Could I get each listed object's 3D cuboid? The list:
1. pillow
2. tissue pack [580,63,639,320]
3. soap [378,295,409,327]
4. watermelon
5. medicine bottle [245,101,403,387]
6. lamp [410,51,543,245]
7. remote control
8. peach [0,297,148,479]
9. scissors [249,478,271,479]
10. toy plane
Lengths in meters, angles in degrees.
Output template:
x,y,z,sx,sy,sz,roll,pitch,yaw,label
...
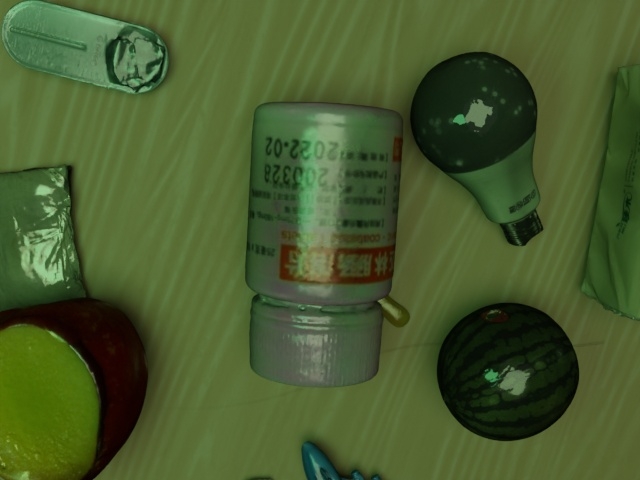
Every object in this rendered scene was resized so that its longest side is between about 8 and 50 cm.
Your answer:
x,y,z,sx,sy,sz,roll,pitch,yaw,label
-0.443,0.003,1.162,0.148,0.050,0.230,-4,97,4,pillow
0.581,-0.063,1.123,0.297,0.207,0.381,8,97,-6,tissue pack
0.107,0.106,1.218,0.089,0.012,0.034,41,93,-7,soap
0.280,0.199,1.144,0.212,0.212,0.212,0,97,-3,watermelon
0.000,0.000,1.096,0.219,0.219,0.389,4,96,-3,medicine bottle
0.269,-0.141,1.127,0.314,0.182,0.182,42,93,-21,lamp
-0.348,-0.288,1.126,0.247,0.052,0.104,14,97,-5,remote control
-0.368,0.221,1.097,0.248,0.245,0.275,-3,90,38,peach
-0.166,0.456,1.242,0.317,0.024,0.160,11,98,-5,scissors
0.037,0.446,1.211,0.254,0.105,0.271,-28,105,-14,toy plane
